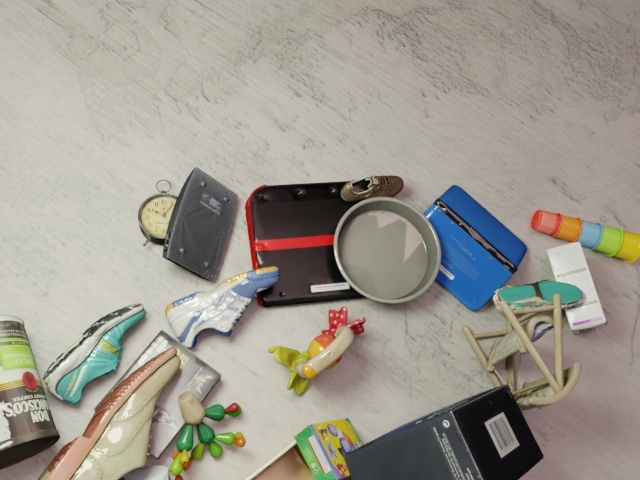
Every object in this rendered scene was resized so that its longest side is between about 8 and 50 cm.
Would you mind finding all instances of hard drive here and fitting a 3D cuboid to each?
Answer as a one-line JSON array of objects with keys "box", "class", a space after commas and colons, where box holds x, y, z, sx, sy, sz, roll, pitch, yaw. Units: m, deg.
[{"box": [-0.308, -0.039, 1.524, 0.172, 0.054, 0.255, 35, 57, -42], "class": "hard drive"}]

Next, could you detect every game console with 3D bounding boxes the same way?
[{"box": [0.000, 0.000, 1.625, 0.386, 0.060, 0.342, -5, 73, -13], "class": "game console"}, {"box": [0.414, 0.015, 1.713, 0.293, 0.173, 0.250, 43, 96, 9], "class": "game console"}]

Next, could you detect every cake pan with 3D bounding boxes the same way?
[{"box": [0.174, 0.029, 1.588, 0.292, 0.054, 0.294, 3, 71, -10], "class": "cake pan"}]

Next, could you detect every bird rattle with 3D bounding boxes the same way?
[{"box": [0.016, 0.266, 1.434, 0.253, 0.207, 0.143, -30, 94, -12], "class": "bird rattle"}]

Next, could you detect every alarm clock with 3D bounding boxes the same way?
[{"box": [-0.407, -0.072, 1.559, 0.129, 0.064, 0.192, -1, 70, -12], "class": "alarm clock"}]

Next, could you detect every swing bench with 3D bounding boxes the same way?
[{"box": [0.498, 0.296, 1.482, 0.165, 0.253, 0.255, -5, 68, -14], "class": "swing bench"}]

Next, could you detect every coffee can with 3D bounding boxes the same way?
[{"box": [-0.690, 0.324, 1.250, 0.201, 0.201, 0.276, -21, 72, -19], "class": "coffee can"}]

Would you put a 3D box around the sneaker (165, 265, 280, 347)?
[{"box": [-0.224, 0.163, 1.472, 0.296, 0.112, 0.131, -24, 85, -4], "class": "sneaker"}]

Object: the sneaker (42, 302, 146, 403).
[{"box": [-0.510, 0.255, 1.391, 0.275, 0.107, 0.110, -48, 111, -29], "class": "sneaker"}]

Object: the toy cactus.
[{"box": [-0.263, 0.420, 1.328, 0.219, 0.112, 0.181, -35, 114, -31], "class": "toy cactus"}]

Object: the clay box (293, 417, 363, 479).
[{"box": [0.041, 0.470, 1.336, 0.053, 0.222, 0.128, -40, 64, 18], "class": "clay box"}]

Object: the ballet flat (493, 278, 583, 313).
[{"box": [0.581, 0.157, 1.619, 0.240, 0.077, 0.091, -1, 55, -2], "class": "ballet flat"}]

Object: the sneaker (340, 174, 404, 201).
[{"box": [0.151, -0.146, 1.638, 0.188, 0.071, 0.066, -15, 75, -16], "class": "sneaker"}]

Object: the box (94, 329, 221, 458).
[{"box": [-0.372, 0.354, 1.384, 0.183, 0.056, 0.231, 36, 65, 6], "class": "box"}]

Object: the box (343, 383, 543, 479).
[{"box": [0.262, 0.462, 1.278, 0.296, 0.294, 0.183, 2, 58, -52], "class": "box"}]

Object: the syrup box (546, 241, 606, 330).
[{"box": [0.714, 0.134, 1.667, 0.096, 0.093, 0.237, -17, 67, 22], "class": "syrup box"}]

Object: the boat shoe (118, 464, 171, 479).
[{"box": [-0.465, 0.559, 1.255, 0.301, 0.108, 0.102, -8, 93, -17], "class": "boat shoe"}]

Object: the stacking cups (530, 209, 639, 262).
[{"box": [0.784, -0.016, 1.780, 0.316, 0.096, 0.096, 14, 65, 0], "class": "stacking cups"}]

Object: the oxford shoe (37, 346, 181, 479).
[{"box": [-0.409, 0.398, 1.254, 0.146, 0.140, 0.397, 45, 53, -10], "class": "oxford shoe"}]

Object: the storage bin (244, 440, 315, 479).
[{"box": [-0.076, 0.617, 1.294, 0.262, 0.123, 0.260, -32, 76, -23], "class": "storage bin"}]
